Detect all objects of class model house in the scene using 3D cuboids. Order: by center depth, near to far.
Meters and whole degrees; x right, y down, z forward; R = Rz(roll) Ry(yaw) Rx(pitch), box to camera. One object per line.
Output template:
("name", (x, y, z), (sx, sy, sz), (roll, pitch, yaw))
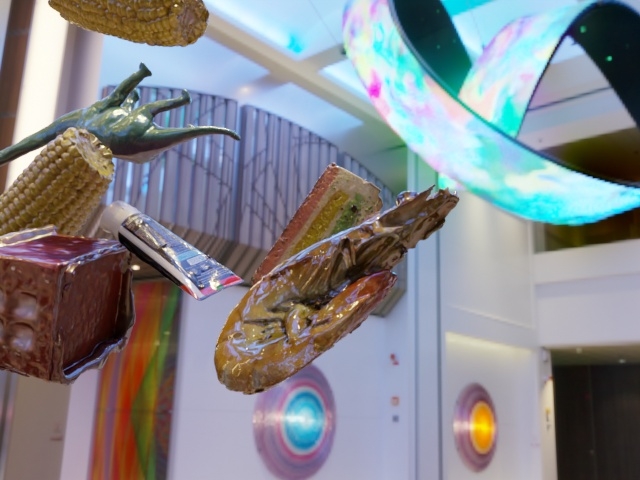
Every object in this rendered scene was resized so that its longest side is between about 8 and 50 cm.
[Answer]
("model house", (-0.392, 0.065, 0.915), (0.253, 0.160, 0.196), (13, 11, 8))

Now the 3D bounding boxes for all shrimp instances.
("shrimp", (0.010, 0.048, 0.654), (0.287, 0.152, 0.063), (-35, -65, 18))

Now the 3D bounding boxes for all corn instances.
("corn", (-0.280, -0.324, 0.959), (0.310, 0.101, 0.101), (29, 2, 34))
("corn", (-0.476, -0.006, 1.127), (0.144, 0.387, 0.144), (40, 4, -3))

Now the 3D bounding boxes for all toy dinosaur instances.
("toy dinosaur", (-0.383, -0.157, 1.233), (0.383, 0.331, 0.129), (30, -29, 33))

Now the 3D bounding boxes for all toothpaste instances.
("toothpaste", (-0.182, 0.014, 0.822), (0.193, 0.045, 0.071), (30, 32, 26))

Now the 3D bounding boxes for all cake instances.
("cake", (-0.002, 0.003, 1.070), (0.109, 0.225, 0.090), (33, -9, 0))
